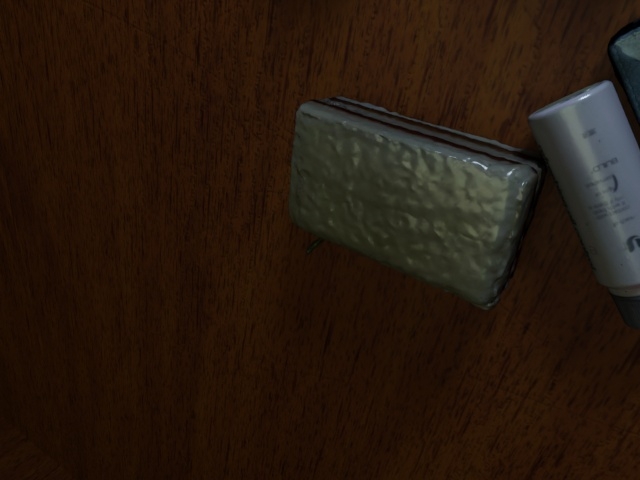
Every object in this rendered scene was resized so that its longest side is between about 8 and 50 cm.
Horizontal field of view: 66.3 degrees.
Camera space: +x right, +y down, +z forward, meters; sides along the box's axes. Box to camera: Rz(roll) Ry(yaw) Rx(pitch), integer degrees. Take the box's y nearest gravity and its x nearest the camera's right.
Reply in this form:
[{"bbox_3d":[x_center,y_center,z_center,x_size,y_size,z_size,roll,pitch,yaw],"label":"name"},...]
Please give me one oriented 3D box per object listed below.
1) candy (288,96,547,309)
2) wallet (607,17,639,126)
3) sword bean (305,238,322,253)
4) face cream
[{"bbox_3d":[0.113,-0.063,0.645,0.320,0.135,0.180,23,120,22],"label":"candy"},{"bbox_3d":[0.445,-0.070,0.482,0.190,0.046,0.379,-20,100,38],"label":"wallet"},{"bbox_3d":[0.000,0.000,0.822,0.083,0.012,0.012,-38,88,40],"label":"sword bean"},{"bbox_3d":[0.336,-0.017,0.548,0.092,0.092,0.312,-23,98,38],"label":"face cream"}]
